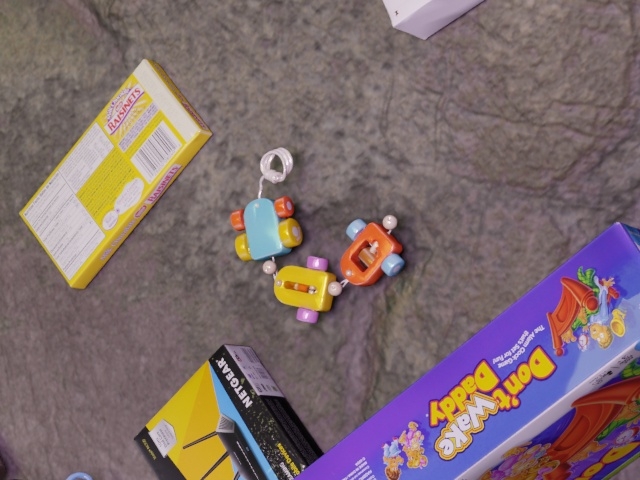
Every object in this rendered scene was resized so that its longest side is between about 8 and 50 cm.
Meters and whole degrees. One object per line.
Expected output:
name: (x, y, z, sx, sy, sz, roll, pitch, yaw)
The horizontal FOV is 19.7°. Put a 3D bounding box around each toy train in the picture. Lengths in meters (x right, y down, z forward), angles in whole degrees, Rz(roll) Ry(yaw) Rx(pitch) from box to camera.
toy train: (0.000, 0.000, 1.602, 0.166, 0.046, 0.125, 41, 105, 28)

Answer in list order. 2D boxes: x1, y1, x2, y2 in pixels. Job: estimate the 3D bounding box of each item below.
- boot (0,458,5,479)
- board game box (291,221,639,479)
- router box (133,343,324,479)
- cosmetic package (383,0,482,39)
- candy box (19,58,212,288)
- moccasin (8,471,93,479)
boot: (-0.349, 0.236, 1.809, 0.087, 0.042, 0.118, 35, 104, 40)
board game box: (0.156, 0.134, 1.362, 0.347, 0.233, 0.078, -41, 63, 23)
router box: (-0.069, 0.200, 1.617, 0.133, 0.046, 0.179, -47, 61, 20)
cosmetic package: (0.150, -0.272, 1.527, 0.239, 0.060, 0.098, -31, 65, 27)
candy box: (-0.196, -0.062, 1.751, 0.206, 0.027, 0.105, -48, 58, 19)
moccasin: (-0.286, 0.274, 1.673, 0.342, 0.138, 0.116, -1, 93, 23)
